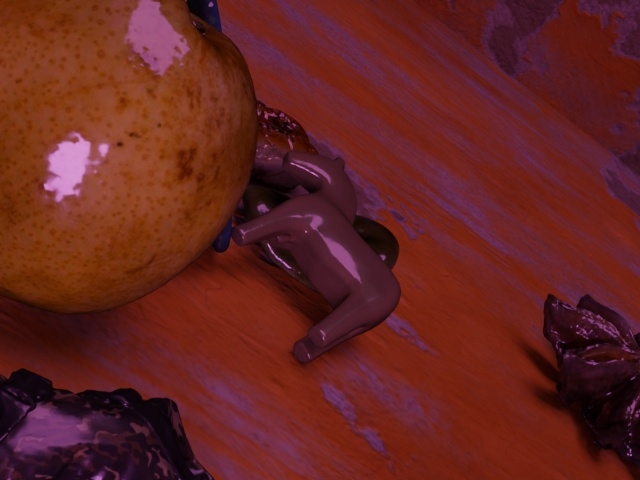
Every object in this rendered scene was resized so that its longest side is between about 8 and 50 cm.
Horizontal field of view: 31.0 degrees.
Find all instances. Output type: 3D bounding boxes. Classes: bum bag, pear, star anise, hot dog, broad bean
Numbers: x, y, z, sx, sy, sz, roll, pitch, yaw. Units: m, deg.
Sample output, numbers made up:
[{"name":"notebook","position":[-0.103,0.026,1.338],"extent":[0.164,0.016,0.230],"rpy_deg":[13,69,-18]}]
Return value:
[{"name":"bum bag","position":[-0.177,0.146,0.823],"extent":[0.248,0.069,0.102],"rpy_deg":[23,27,-40]},{"name":"pear","position":[-0.197,-0.093,0.955],"extent":[0.304,0.304,0.304],"rpy_deg":[33,23,-16]},{"name":"star anise","position":[0.422,0.206,1.603],"extent":[0.331,0.117,0.332],"rpy_deg":[32,32,-23]},{"name":"hot dog","position":[-0.110,-0.143,1.461],"extent":[0.268,0.075,0.144],"rpy_deg":[12,38,-45]},{"name":"broad bean","position":[-0.004,0.005,1.381],"extent":[0.206,0.072,0.153],"rpy_deg":[16,30,-25]}]

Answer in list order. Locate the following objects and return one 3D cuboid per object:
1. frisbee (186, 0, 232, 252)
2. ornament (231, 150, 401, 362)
[{"name":"frisbee","position":[-0.131,-0.130,1.210],"extent":[0.049,0.289,0.289],"rpy_deg":[-4,35,-9]},{"name":"ornament","position":[0.000,0.000,1.292],"extent":[0.230,0.061,0.245],"rpy_deg":[50,39,12]}]
